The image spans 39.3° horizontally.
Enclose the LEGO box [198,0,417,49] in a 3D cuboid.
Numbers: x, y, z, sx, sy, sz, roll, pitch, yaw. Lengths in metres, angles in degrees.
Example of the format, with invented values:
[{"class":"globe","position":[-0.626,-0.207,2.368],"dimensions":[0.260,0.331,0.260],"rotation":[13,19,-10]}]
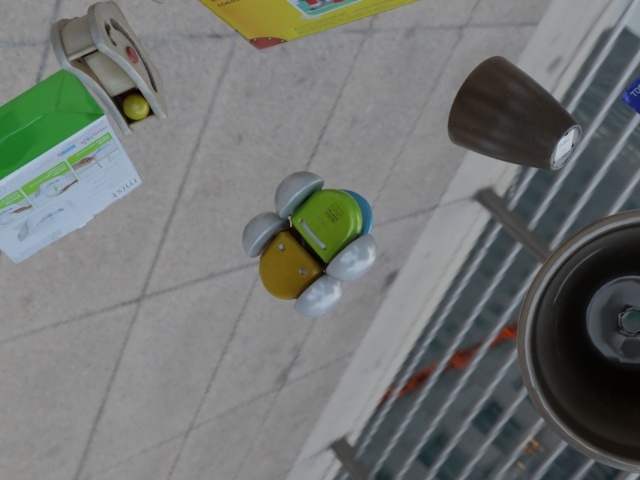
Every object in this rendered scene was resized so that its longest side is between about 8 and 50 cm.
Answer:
[{"class":"LEGO box","position":[0.041,-0.490,1.312],"dimensions":[0.501,0.193,0.372],"rotation":[-13,168,18]}]

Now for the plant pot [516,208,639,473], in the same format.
[{"class":"plant pot","position":[0.351,0.101,0.976],"dimensions":[0.263,0.263,0.229],"rotation":[-51,168,8]}]

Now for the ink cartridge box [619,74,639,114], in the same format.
[{"class":"ink cartridge box","position":[0.586,-0.209,1.272],"dimensions":[0.223,0.224,0.045],"rotation":[-50,-174,28]}]

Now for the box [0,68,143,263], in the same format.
[{"class":"box","position":[-0.451,-0.114,1.458],"dimensions":[0.262,0.126,0.231],"rotation":[-35,159,-9]}]

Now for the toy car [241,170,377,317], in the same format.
[{"class":"toy car","position":[0.000,0.000,1.195],"dimensions":[0.182,0.159,0.136],"rotation":[-49,164,31]}]

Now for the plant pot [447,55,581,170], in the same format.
[{"class":"plant pot","position":[0.428,-0.248,1.909],"dimensions":[0.215,0.230,0.215],"rotation":[-33,142,-30]}]

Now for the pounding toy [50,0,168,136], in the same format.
[{"class":"pounding toy","position":[-0.302,-0.299,1.368],"dimensions":[0.155,0.154,0.269],"rotation":[-22,125,11]}]
